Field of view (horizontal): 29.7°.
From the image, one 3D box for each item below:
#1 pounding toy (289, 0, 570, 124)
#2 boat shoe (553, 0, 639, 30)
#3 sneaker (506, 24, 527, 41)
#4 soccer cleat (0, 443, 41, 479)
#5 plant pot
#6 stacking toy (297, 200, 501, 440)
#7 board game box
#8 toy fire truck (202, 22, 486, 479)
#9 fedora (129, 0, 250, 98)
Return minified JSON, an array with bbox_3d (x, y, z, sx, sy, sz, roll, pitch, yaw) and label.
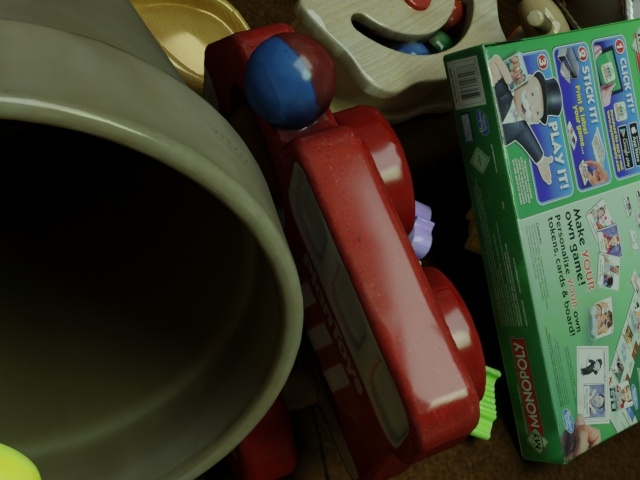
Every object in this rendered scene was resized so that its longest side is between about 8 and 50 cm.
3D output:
[{"bbox_3d":[0.093,-0.202,1.002,0.269,0.155,0.154,-18,76,-36],"label":"pounding toy"},{"bbox_3d":[0.244,-0.302,1.196,0.097,0.116,0.324,0,60,-28],"label":"boat shoe"},{"bbox_3d":[0.280,-0.110,1.096,0.262,0.121,0.099,47,49,0],"label":"sneaker"},{"bbox_3d":[-0.268,0.145,0.524,0.289,0.093,0.121,-4,46,-12],"label":"soccer cleat"},{"bbox_3d":[-0.191,-0.038,0.648,0.323,0.323,0.280,12,42,-27],"label":"plant pot"},{"bbox_3d":[0.069,0.025,0.923,0.167,0.052,0.221,21,54,-22],"label":"stacking toy"},{"bbox_3d":[0.215,-0.008,0.961,0.213,0.046,0.317,-16,97,-39],"label":"board game box"},{"bbox_3d":[0.000,0.000,0.727,0.169,0.254,0.302,-17,72,-14],"label":"toy fire truck"},{"bbox_3d":[-0.109,-0.135,0.883,0.194,0.079,0.194,16,55,-24],"label":"fedora"}]
